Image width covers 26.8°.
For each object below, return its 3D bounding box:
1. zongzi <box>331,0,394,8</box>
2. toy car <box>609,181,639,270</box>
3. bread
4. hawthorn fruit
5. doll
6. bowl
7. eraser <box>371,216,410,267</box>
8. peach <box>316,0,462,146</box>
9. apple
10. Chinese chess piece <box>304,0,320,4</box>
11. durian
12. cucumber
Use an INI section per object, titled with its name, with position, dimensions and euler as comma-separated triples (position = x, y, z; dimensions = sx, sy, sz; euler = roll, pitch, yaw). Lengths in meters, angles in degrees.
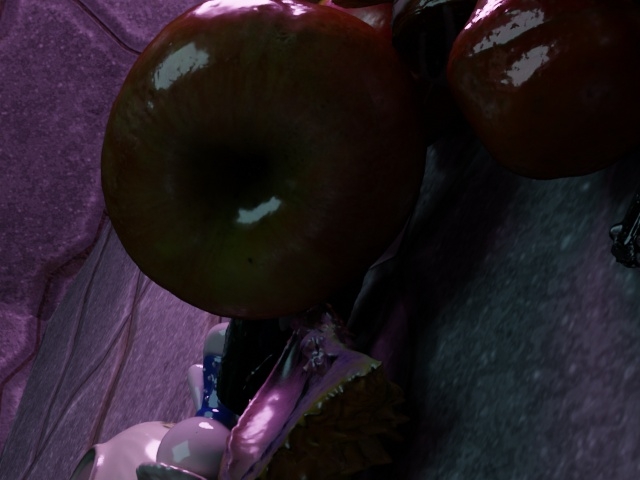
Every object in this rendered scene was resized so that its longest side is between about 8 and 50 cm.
[zongzi]
position = 0.161, -0.317, 1.179
dimensions = 0.288, 0.134, 0.286
euler = -33, -3, -33
[toy car]
position = 0.217, -0.025, 0.866
dimensions = 0.093, 0.025, 0.041
euler = -64, 16, 7
[bread]
position = 0.140, -0.192, 1.172
dimensions = 0.160, 0.161, 0.073
euler = 139, 138, -56
[hawthorn fruit]
position = 0.185, -0.135, 0.922
dimensions = 0.194, 0.157, 0.157
euler = -43, 25, 45
[doll]
position = -0.106, 0.190, 1.443
dimensions = 0.138, 0.119, 0.293
euler = 5, 58, 32
[bowl]
position = -0.227, 0.327, 1.557
dimensions = 0.277, 0.145, 0.277
euler = -54, 16, 23
[eraser]
position = 0.000, 0.001, 1.467
dimensions = 0.298, 0.076, 0.078
euler = -32, 35, 64
[peach]
position = 0.060, -0.175, 1.358
dimensions = 0.226, 0.190, 0.196
euler = -29, 81, 54
[apple]
position = -0.045, -0.082, 1.192
dimensions = 0.309, 0.277, 0.250
euler = -31, 10, 27
[Chinese chess piece]
position = 0.040, -0.284, 1.479
dimensions = 0.257, 0.257, 0.104
euler = -47, 45, 47
[durian]
position = -0.003, 0.159, 1.149
dimensions = 0.191, 0.112, 0.341
euler = -62, 9, 0
[cucumber]
position = -0.038, 0.092, 1.345
dimensions = 0.086, 0.115, 0.193
euler = -65, -3, -76
